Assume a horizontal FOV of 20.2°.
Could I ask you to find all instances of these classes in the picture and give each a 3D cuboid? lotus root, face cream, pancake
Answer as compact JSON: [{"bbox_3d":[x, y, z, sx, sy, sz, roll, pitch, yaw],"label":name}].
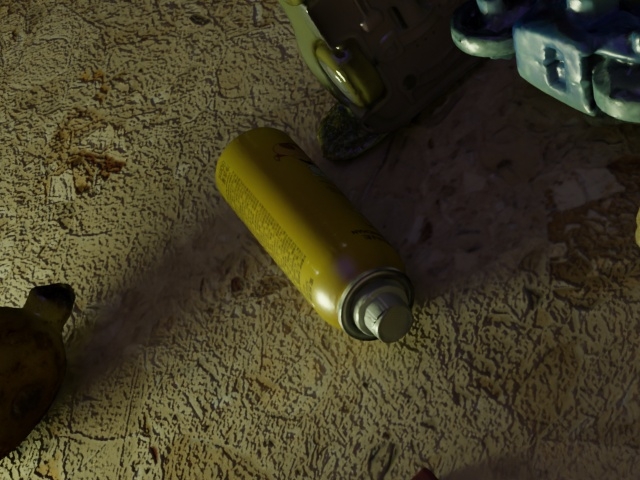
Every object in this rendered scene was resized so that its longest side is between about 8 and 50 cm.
[{"bbox_3d":[-0.389,0.170,2.049,0.314,0.141,0.169,-43,42,-13],"label":"lotus root"},{"bbox_3d":[0.000,0.000,1.897,0.105,0.105,0.349,-43,40,2],"label":"face cream"},{"bbox_3d":[0.040,-0.133,2.046,0.108,0.017,0.108,-20,42,20],"label":"pancake"}]

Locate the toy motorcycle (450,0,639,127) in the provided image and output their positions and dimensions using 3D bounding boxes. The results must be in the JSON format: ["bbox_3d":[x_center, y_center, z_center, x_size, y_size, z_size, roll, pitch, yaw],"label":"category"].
[{"bbox_3d":[0.306,-0.204,1.804,0.319,0.241,0.182,33,120,44],"label":"toy motorcycle"}]

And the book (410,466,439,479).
[{"bbox_3d":[0.093,0.323,1.606,0.162,0.022,0.232,-44,39,1],"label":"book"}]

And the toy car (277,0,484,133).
[{"bbox_3d":[0.037,-0.318,1.951,0.242,0.336,0.226,-40,41,-3],"label":"toy car"}]

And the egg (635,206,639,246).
[{"bbox_3d":[0.386,-0.023,1.532,0.233,0.195,0.195,-20,44,9],"label":"egg"}]
